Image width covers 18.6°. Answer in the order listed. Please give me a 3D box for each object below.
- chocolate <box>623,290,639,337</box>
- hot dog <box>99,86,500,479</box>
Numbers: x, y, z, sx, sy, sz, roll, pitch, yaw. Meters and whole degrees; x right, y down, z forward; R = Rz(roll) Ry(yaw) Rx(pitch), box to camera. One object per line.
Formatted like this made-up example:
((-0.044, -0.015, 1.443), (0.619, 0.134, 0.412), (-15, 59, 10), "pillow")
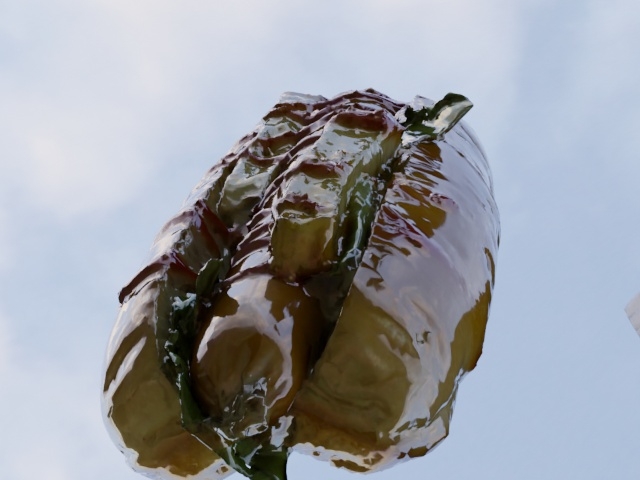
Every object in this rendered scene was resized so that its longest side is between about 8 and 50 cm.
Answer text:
((0.271, 0.074, 0.785), (0.210, 0.340, 0.225), (-30, -84, 6), "chocolate")
((0.000, 0.000, 0.561), (0.104, 0.250, 0.076), (-8, -76, 13), "hot dog")
